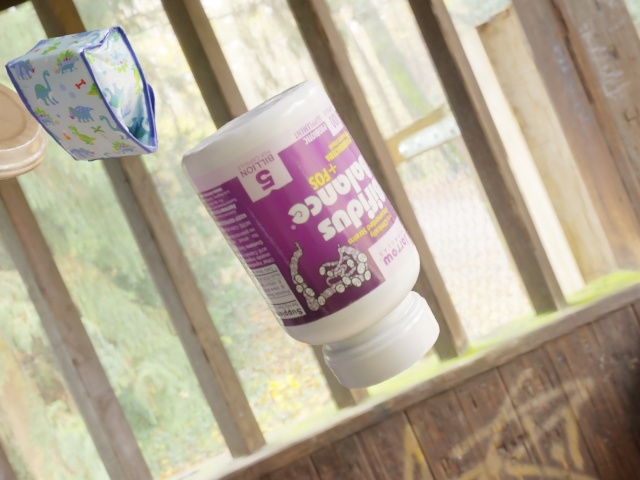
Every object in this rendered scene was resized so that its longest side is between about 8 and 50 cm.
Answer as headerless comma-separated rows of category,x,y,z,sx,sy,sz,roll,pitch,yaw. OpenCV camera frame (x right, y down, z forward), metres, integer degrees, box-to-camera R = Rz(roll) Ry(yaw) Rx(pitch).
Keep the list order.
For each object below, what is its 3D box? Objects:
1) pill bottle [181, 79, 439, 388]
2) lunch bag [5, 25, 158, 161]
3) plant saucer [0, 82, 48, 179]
pill bottle,0.000,0.000,0.928,0.169,0.301,0.169,-30,13,8
lunch bag,-0.269,-0.164,1.038,0.129,0.151,0.096,-1,33,32
plant saucer,-0.545,-0.188,1.327,0.278,0.278,0.041,-29,-28,-57
